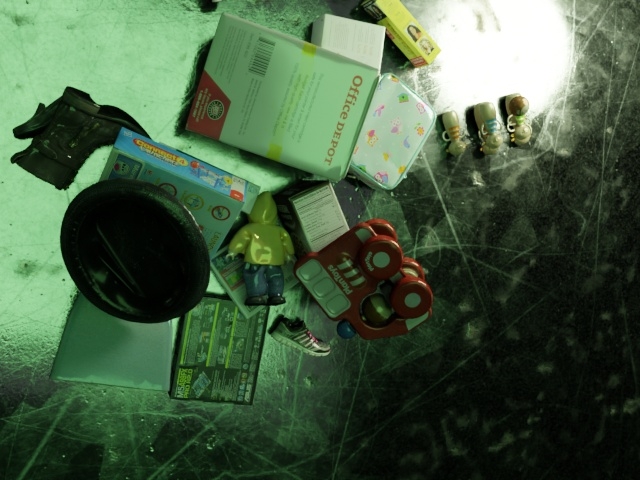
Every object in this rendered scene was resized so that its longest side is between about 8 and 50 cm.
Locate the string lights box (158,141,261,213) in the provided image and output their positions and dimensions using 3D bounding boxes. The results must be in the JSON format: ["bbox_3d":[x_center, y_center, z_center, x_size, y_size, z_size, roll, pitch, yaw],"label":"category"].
[{"bbox_3d":[-0.288,-0.150,1.568,0.260,0.133,0.076,23,87,-19],"label":"string lights box"}]

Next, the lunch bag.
[{"bbox_3d":[0.165,-0.278,1.724,0.224,0.108,0.279,34,84,-20],"label":"lunch bag"}]

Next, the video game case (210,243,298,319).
[{"bbox_3d":[-0.161,0.070,1.658,0.201,0.023,0.183,-35,94,-22],"label":"video game case"}]

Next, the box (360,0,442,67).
[{"bbox_3d":[0.215,-0.565,1.723,0.232,0.087,0.058,43,84,-19],"label":"box"}]

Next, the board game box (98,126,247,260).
[{"bbox_3d":[-0.368,-0.062,1.487,0.302,0.086,0.308,23,126,-20],"label":"board game box"}]

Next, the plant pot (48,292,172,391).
[{"bbox_3d":[-0.468,0.204,1.494,0.248,0.247,0.252,11,77,-20],"label":"plant pot"}]

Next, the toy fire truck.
[{"bbox_3d":[0.112,0.110,1.557,0.254,0.169,0.302,-34,106,11],"label":"toy fire truck"}]

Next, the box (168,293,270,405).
[{"bbox_3d":[-0.259,0.278,1.662,0.216,0.060,0.270,9,92,-19],"label":"box"}]

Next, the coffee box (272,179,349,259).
[{"bbox_3d":[0.000,0.000,1.664,0.119,0.168,0.297,-26,103,-15],"label":"coffee box"}]

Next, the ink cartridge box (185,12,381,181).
[{"bbox_3d":[-0.087,-0.329,1.542,0.385,0.160,0.279,20,96,-4],"label":"ink cartridge box"}]

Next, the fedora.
[{"bbox_3d":[-0.376,0.007,1.373,0.334,0.152,0.334,0,115,1],"label":"fedora"}]

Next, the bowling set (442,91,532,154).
[{"bbox_3d":[0.497,-0.312,1.792,0.287,0.200,0.154,-18,102,-12],"label":"bowling set"}]

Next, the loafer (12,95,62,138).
[{"bbox_3d":[-0.627,-0.286,1.482,0.170,0.062,0.061,-32,96,-23],"label":"loafer"}]

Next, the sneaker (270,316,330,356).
[{"bbox_3d":[-0.044,0.254,1.730,0.170,0.063,0.074,23,94,-15],"label":"sneaker"}]

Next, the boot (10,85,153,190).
[{"bbox_3d":[-0.544,-0.212,1.500,0.263,0.091,0.229,26,105,-42],"label":"boot"}]

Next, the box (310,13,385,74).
[{"bbox_3d":[0.066,-0.496,1.675,0.171,0.091,0.130,6,95,-20],"label":"box"}]

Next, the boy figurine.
[{"bbox_3d":[-0.151,0.020,1.610,0.177,0.092,0.285,-1,80,-21],"label":"boy figurine"}]
